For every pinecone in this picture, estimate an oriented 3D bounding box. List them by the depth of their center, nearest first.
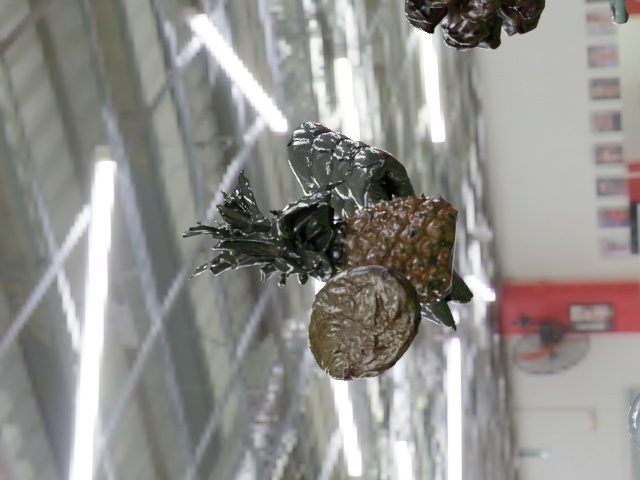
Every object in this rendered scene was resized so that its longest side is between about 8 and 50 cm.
[{"bbox_3d":[0.237,-0.401,2.242,0.309,0.244,0.244,35,-127,-59],"label":"pinecone"}]

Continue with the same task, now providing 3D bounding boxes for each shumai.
[{"bbox_3d":[0.061,0.088,1.569,0.139,0.105,0.123,-45,55,53],"label":"shumai"}]

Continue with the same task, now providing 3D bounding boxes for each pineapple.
[{"bbox_3d":[0.001,-0.001,1.943,0.165,0.364,0.165,6,-90,-90],"label":"pineapple"}]

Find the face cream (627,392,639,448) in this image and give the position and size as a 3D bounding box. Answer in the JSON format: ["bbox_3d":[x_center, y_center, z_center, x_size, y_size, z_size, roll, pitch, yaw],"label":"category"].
[{"bbox_3d":[0.365,0.164,1.323,0.084,0.198,0.057,-56,44,29],"label":"face cream"}]

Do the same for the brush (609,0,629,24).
[{"bbox_3d":[0.273,-0.344,1.443,0.068,0.060,0.297,-91,-7,-54],"label":"brush"}]

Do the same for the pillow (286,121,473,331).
[{"bbox_3d":[0.084,-0.023,2.180,0.101,0.228,0.326,-45,-53,-16],"label":"pillow"}]
